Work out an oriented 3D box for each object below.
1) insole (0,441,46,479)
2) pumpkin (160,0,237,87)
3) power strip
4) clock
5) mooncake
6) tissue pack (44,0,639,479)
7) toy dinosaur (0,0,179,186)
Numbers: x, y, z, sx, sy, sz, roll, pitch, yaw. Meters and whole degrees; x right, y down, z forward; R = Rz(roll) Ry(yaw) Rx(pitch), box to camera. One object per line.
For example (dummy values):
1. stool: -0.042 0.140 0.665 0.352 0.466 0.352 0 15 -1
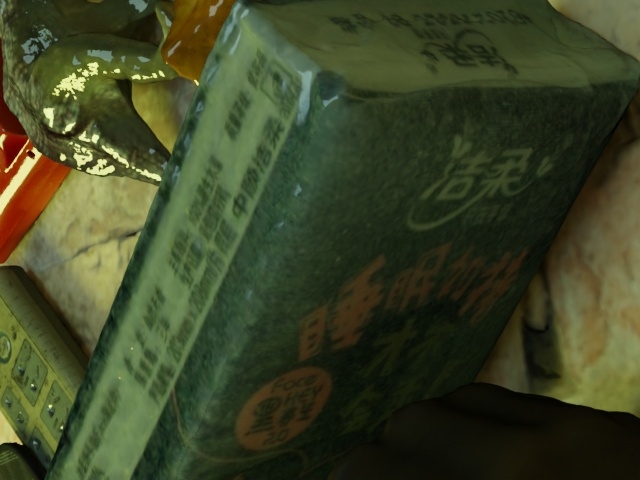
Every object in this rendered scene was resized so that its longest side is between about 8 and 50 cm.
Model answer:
1. insole: -0.178 0.292 1.212 0.110 0.012 0.310 -30 76 54
2. pumpkin: -0.047 -0.260 0.984 0.258 0.095 0.290 -46 54 37
3. power strip: -0.204 0.110 1.235 0.268 0.034 0.092 48 127 34
4. clock: -0.249 -0.065 1.254 0.155 0.061 0.113 -50 56 41
5. mooncake: 0.085 0.180 0.779 0.124 0.228 0.228 14 104 55
6. tissue pack: 0.008 0.029 0.846 0.103 0.228 0.316 44 124 31
7. toy dinosaur: -0.171 -0.140 1.137 0.294 0.077 0.162 44 120 32
